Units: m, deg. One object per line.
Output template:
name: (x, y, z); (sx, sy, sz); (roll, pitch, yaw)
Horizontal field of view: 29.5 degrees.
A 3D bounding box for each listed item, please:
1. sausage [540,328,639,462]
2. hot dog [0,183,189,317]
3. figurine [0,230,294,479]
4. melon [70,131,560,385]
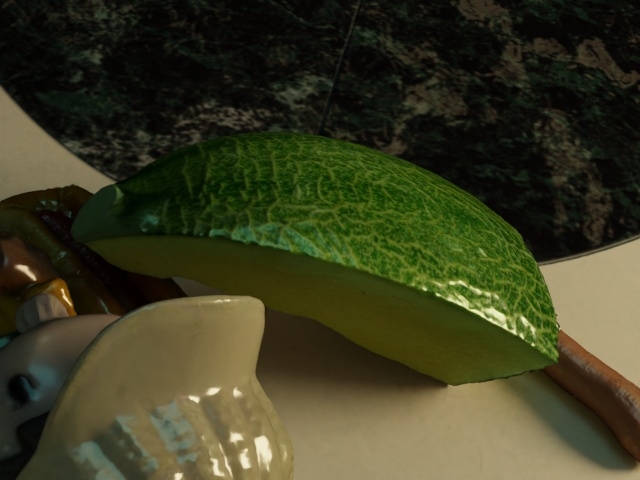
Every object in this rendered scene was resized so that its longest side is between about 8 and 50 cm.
sausage: (0.185, 0.095, 0.903); (0.043, 0.043, 0.186); (-26, 53, -37)
hot dog: (-0.154, 0.033, 0.856); (0.084, 0.073, 0.242); (-24, 52, -30)
figurine: (-0.161, 0.111, 0.719); (0.332, 0.205, 0.185); (9, 30, 43)
melon: (0.000, 0.000, 0.839); (0.323, 0.124, 0.196); (17, 27, -29)
